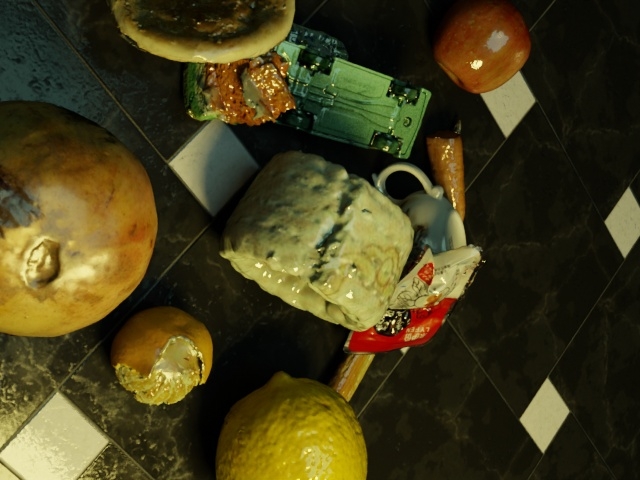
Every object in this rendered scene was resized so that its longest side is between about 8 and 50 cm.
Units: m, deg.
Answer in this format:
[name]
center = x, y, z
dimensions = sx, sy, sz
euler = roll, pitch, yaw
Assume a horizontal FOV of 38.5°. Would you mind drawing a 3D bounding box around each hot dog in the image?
[hot dog]
center = 0.066, 0.210, 1.660
dimensions = 0.216, 0.047, 0.066
euler = -60, 138, -17

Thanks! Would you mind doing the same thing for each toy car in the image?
[toy car]
center = 0.033, -0.242, 1.550
dimensions = 0.320, 0.097, 0.141
euler = 13, 102, -29

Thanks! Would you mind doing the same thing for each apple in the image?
[apple]
center = 0.300, -0.367, 1.708
dimensions = 0.168, 0.181, 0.181
euler = -49, 122, 3

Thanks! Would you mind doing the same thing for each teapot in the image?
[teapot]
center = 0.184, 0.001, 1.677
dimensions = 0.204, 0.139, 0.298
euler = -23, 107, -61

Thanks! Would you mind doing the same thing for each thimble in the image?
[thimble]
center = 0.000, 0.000, 1.442
dimensions = 0.291, 0.291, 0.195
euler = 36, 73, -33

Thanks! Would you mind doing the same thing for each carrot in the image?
[carrot]
center = 0.249, -0.107, 1.750
dimensions = 0.072, 0.072, 0.205
euler = -20, 105, -34

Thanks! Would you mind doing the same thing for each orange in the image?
[orange]
center = -0.236, 0.174, 1.380
dimensions = 0.156, 0.134, 0.156
euler = 4, 82, -29

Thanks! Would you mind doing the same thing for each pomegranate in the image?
[pomegranate]
center = -0.373, -0.027, 1.169
dimensions = 0.322, 0.322, 0.322
euler = -4, 96, -36

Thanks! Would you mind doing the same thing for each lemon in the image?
[lemon]
center = -0.048, 0.354, 1.469
dimensions = 0.267, 0.267, 0.267
euler = -4, 96, -36

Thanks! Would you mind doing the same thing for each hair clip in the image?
[hair clip]
center = -0.043, -0.340, 1.536
dimensions = 0.229, 0.036, 0.066
euler = 17, 89, -43

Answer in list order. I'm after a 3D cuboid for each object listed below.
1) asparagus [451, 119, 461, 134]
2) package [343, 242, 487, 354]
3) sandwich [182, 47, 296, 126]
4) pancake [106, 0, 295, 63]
[asparagus]
center = 0.257, -0.118, 1.788
dimensions = 0.023, 0.022, 0.233
euler = 4, 95, 7
[package]
center = 0.166, 0.101, 1.575
dimensions = 0.194, 0.269, 0.071
euler = 6, 48, -24
[sandwich]
center = -0.128, -0.268, 1.404
dimensions = 0.109, 0.160, 0.185
euler = -5, 93, -44
[pancake]
center = -0.173, -0.361, 1.352
dimensions = 0.282, 0.049, 0.282
euler = 7, 59, -11
